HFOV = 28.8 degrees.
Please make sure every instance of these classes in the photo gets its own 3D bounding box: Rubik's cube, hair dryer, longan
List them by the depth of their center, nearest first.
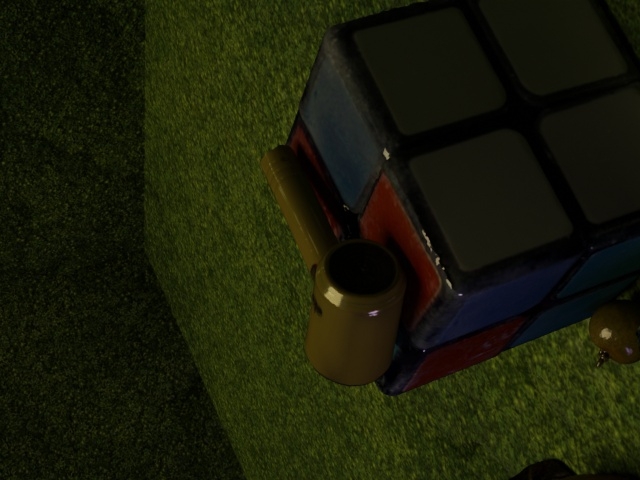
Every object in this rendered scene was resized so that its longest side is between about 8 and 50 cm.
[{"bbox_3d":[0.000,0.000,1.272,0.135,0.090,0.278,95,156,-50],"label":"hair dryer"},{"bbox_3d":[0.168,-0.061,1.344,0.313,0.316,0.318,65,160,18],"label":"Rubik's cube"},{"bbox_3d":[0.332,0.106,1.389,0.075,0.083,0.075,38,-178,-2],"label":"longan"}]

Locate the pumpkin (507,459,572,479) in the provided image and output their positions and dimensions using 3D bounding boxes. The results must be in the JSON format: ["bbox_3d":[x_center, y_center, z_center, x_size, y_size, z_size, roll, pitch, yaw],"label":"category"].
[{"bbox_3d":[0.252,0.393,1.740,0.111,0.163,0.278,66,159,16],"label":"pumpkin"}]

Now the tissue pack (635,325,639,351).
[{"bbox_3d":[0.446,0.194,0.889,0.416,0.253,0.264,68,161,8],"label":"tissue pack"}]

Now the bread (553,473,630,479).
[{"bbox_3d":[0.341,0.375,1.517,0.250,0.133,0.179,-13,90,66],"label":"bread"}]
